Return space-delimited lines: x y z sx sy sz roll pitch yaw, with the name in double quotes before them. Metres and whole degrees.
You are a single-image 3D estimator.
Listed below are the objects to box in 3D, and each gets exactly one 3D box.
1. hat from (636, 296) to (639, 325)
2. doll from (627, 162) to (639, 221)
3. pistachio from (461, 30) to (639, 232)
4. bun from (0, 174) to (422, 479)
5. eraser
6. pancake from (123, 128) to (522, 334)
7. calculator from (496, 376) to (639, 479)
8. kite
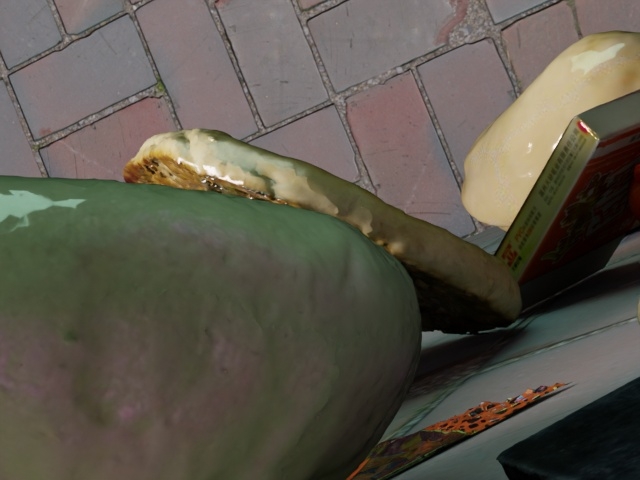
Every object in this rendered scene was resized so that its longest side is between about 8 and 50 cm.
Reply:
"hat" 0.232 -0.018 0.712 0.166 0.144 0.173 -20 22 -17
"doll" 0.334 -0.041 1.095 0.183 0.085 0.217 -19 -15 40
"pistachio" 0.313 -0.107 1.556 0.321 0.229 0.238 -32 28 34
"bun" -0.099 0.085 0.581 0.293 0.187 0.293 1 -9 0
"eraser" 0.227 -0.035 1.146 0.157 0.038 0.230 -23 -30 -36
"pancake" -0.001 0.002 1.102 0.065 0.356 0.356 -64 13 -15
"calculator" 0.159 0.056 0.476 0.161 0.021 0.262 -28 0 -7
"kite" 0.023 0.125 0.740 0.222 0.008 0.125 -22 3 22
